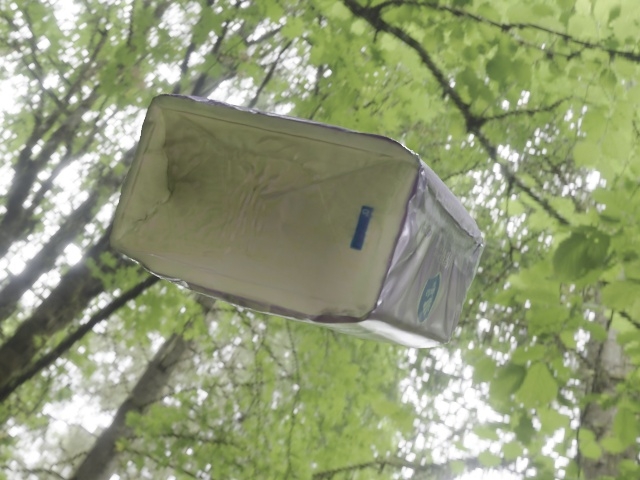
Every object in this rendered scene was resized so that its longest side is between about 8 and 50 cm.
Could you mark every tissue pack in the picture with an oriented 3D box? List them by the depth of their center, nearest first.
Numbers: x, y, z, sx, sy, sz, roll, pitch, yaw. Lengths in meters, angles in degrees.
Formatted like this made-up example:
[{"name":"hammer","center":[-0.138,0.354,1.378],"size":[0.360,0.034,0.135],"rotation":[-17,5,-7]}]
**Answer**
[{"name":"tissue pack","center":[0.000,0.000,0.899],"size":[0.242,0.338,0.160],"rotation":[16,-95,20]}]
